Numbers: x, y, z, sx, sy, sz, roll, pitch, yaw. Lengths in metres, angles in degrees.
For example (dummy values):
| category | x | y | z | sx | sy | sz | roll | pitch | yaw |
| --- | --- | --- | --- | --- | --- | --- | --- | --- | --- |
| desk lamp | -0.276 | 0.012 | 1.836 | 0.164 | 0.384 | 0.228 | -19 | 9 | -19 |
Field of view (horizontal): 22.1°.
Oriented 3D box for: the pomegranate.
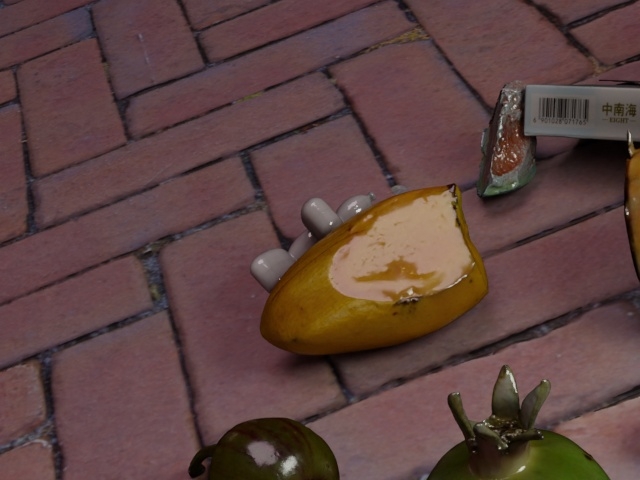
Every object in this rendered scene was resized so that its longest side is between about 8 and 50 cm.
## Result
| category | x | y | z | sx | sy | sz | roll | pitch | yaw |
| --- | --- | --- | --- | --- | --- | --- | --- | --- | --- |
| pomegranate | 0.163 | 0.216 | 1.389 | 0.181 | 0.224 | 0.181 | -9 | 27 | 4 |

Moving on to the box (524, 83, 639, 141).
| category | x | y | z | sx | sy | sz | roll | pitch | yaw |
| --- | --- | --- | --- | --- | --- | --- | --- | --- | --- |
| box | 0.386 | -0.154 | 1.965 | 0.243 | 0.067 | 0.155 | 6 | 10 | 37 |

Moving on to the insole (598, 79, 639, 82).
| category | x | y | z | sx | sy | sz | roll | pitch | yaw |
| --- | --- | --- | --- | --- | --- | --- | --- | --- | --- |
| insole | 0.430 | -0.201 | 2.071 | 0.080 | 0.003 | 0.232 | -1 | 7 | -21 |

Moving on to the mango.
| category | x | y | z | sx | sy | sz | roll | pitch | yaw |
| --- | --- | --- | --- | --- | --- | --- | --- | --- | --- |
| mango | 0.054 | 0.049 | 1.827 | 0.257 | 0.138 | 0.187 | -18 | 41 | 10 |

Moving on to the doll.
| category | x | y | z | sx | sy | sz | roll | pitch | yaw |
| --- | --- | --- | --- | --- | --- | --- | --- | --- | --- |
| doll | 0.000 | 0.000 | 1.956 | 0.161 | 0.059 | 0.160 | -48 | -14 | 10 |

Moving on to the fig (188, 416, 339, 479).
| category | x | y | z | sx | sy | sz | roll | pitch | yaw |
| --- | --- | --- | --- | --- | --- | --- | --- | --- | --- |
| fig | -0.075 | 0.228 | 1.643 | 0.124 | 0.124 | 0.236 | -35 | 20 | -25 |

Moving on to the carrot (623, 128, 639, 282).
| category | x | y | z | sx | sy | sz | roll | pitch | yaw |
| --- | --- | --- | --- | --- | --- | --- | --- | --- | --- |
| carrot | 0.478 | -0.026 | 1.605 | 0.340 | 0.224 | 0.224 | -8 | 31 | 28 |

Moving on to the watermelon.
| category | x | y | z | sx | sy | sz | roll | pitch | yaw |
| --- | --- | --- | --- | --- | --- | --- | --- | --- | --- |
| watermelon | 0.239 | -0.128 | 2.024 | 0.071 | 0.139 | 0.187 | 10 | 31 | 2 |
